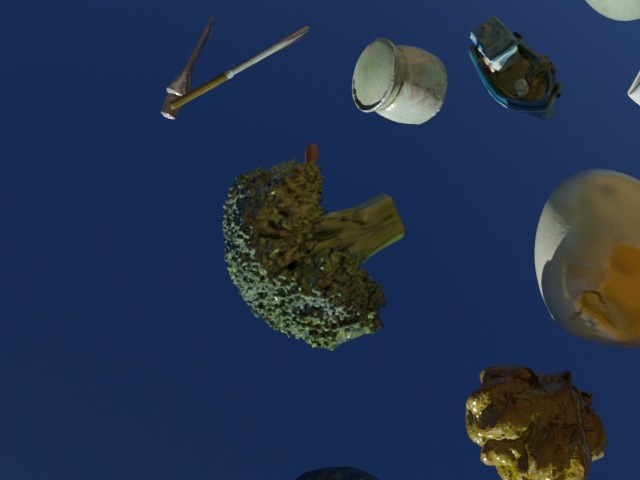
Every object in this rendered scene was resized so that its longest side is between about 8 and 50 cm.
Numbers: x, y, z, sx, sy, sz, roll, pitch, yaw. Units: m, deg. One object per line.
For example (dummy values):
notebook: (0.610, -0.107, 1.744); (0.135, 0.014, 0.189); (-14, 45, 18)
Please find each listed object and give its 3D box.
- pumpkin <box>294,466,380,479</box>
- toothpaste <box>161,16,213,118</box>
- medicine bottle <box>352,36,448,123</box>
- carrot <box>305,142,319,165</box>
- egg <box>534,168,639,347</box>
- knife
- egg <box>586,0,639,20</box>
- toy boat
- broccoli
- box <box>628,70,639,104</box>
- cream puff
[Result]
pumpkin: (0.025, 0.524, 1.092); (0.207, 0.300, 0.300); (43, -129, -29)
toothpaste: (-0.347, -0.455, 1.765); (0.068, 0.099, 0.283); (29, -95, -39)
medicine bottle: (0.151, -0.308, 1.293); (0.143, 0.147, 0.147); (7, -120, -31)
carrot: (-0.024, -0.188, 1.589); (0.035, 0.035, 0.142); (20, -133, -13)
egg: (0.544, 0.031, 1.240); (0.282, 0.283, 0.345); (-3, -105, -25)
knife: (-0.175, -0.373, 1.418); (0.342, 0.061, 0.027); (-27, -74, 8)
egg: (0.525, -0.497, 1.155); (0.237, 0.169, 0.169); (55, -131, -30)
toy boat: (0.330, -0.294, 1.125); (0.098, 0.109, 0.238); (46, -164, -48)
broccoli: (-0.018, -0.005, 1.066); (0.302, 0.249, 0.375); (-40, -137, 0)
box: (0.393, -0.081, 0.558); (0.269, 0.079, 0.135); (43, -145, 9)
cream puff: (0.383, 0.325, 1.178); (0.244, 0.196, 0.244); (14, -116, -32)
